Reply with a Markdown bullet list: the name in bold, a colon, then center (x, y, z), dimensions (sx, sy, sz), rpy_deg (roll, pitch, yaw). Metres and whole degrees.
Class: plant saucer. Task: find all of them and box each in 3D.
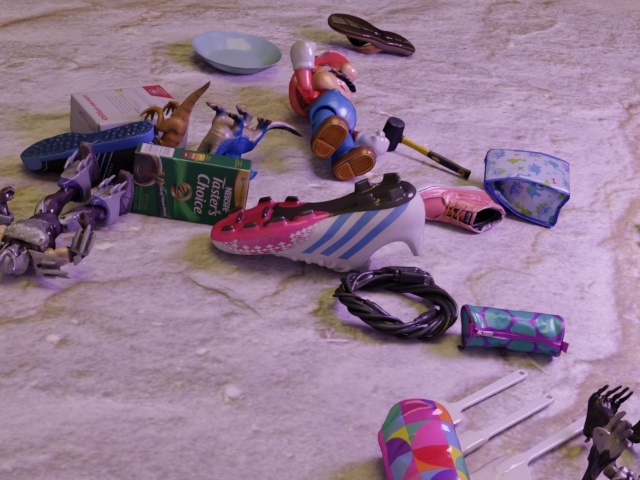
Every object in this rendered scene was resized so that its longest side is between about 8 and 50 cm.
- **plant saucer**: center (-0.179, -0.392, 2.238), dimensions (0.195, 0.037, 0.195), rpy_deg (9, 32, -6)

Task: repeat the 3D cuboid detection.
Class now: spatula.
- **spatula**: center (0.241, 0.245, 1.379), dimensions (0.242, 0.019, 0.168), rpy_deg (-16, 36, -39)

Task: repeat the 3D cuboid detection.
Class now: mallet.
- **mallet**: center (0.201, -0.175, 1.990), dimensions (0.190, 0.062, 0.039), rpy_deg (23, 35, 18)

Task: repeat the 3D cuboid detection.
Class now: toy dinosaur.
- **toy dinosaur**: center (-0.240, -0.201, 1.768), dimensions (0.064, 0.211, 0.112), rpy_deg (8, 31, -48)

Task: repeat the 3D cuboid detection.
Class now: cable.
- **cable**: center (0.107, 0.094, 1.555), dimensions (0.185, 0.047, 0.150), rpy_deg (3, 37, -18)

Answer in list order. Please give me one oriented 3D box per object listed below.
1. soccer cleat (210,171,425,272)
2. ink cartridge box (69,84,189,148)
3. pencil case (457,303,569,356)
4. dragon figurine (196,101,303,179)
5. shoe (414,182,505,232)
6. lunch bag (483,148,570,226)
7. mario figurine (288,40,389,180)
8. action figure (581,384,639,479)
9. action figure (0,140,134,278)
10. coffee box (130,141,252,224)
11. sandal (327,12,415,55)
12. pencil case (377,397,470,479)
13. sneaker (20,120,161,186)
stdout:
- **soccer cleat**: center (0.000, 0.000, 1.613), dimensions (0.331, 0.143, 0.116), rpy_deg (-11, 25, 9)
- **ink cartridge box**: center (-0.339, -0.212, 1.863), dimensions (0.175, 0.072, 0.127), rpy_deg (-11, 39, -32)
- **pencil case**: center (0.276, 0.131, 1.523), dimensions (0.152, 0.064, 0.070), rpy_deg (6, 16, -7)
- **dragon figurine**: center (-0.151, -0.156, 1.822), dimensions (0.085, 0.144, 0.289), rpy_deg (27, 15, 26)
- **shoe**: center (0.229, -0.055, 1.805), dimensions (0.178, 0.063, 0.081), rpy_deg (-3, 29, -30)
- **lunch bag**: center (0.366, -0.104, 1.899), dimensions (0.151, 0.096, 0.129), rpy_deg (21, 32, -2)
- **mario figurine**: center (0.036, -0.263, 1.963), dimensions (0.170, 0.198, 0.320), rpy_deg (-7, 38, -6)
- **action figure**: center (0.385, 0.276, 1.259), dimensions (0.164, 0.141, 0.275), rpy_deg (23, 30, -4)
- **action figure**: center (-0.392, -0.033, 1.543), dimensions (0.185, 0.099, 0.285), rpy_deg (24, 36, 10)
- **coffee box**: center (-0.205, -0.086, 1.670), dimensions (0.184, 0.113, 0.040), rpy_deg (10, 30, -5)
- **sandal**: center (0.114, -0.462, 2.433), dimensions (0.219, 0.060, 0.090), rpy_deg (14, 35, -24)
- **pencil case**: center (0.125, 0.286, 1.197), dimensions (0.104, 0.104, 0.236), rpy_deg (6, 31, -9)
- **sneaker**: center (-0.372, -0.129, 1.726), dimensions (0.232, 0.090, 0.081), rpy_deg (-8, 31, 9)
